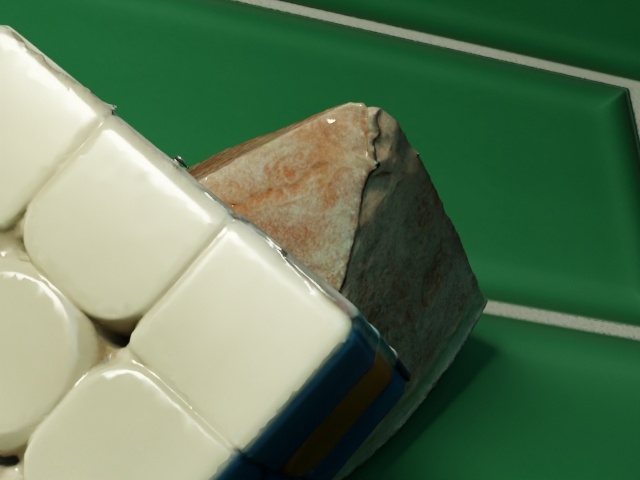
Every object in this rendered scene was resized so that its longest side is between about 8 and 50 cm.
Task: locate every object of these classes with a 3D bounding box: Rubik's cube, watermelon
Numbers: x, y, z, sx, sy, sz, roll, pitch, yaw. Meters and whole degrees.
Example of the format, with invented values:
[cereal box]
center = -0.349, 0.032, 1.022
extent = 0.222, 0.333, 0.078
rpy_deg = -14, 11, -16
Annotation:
[Rubik's cube]
center = -0.151, 0.092, 0.988
extent = 0.291, 0.290, 0.291
rpy_deg = 39, 86, 16
[watermelon]
center = 0.001, 0.007, 1.245
extent = 0.283, 0.292, 0.250
rpy_deg = 43, 20, 8
